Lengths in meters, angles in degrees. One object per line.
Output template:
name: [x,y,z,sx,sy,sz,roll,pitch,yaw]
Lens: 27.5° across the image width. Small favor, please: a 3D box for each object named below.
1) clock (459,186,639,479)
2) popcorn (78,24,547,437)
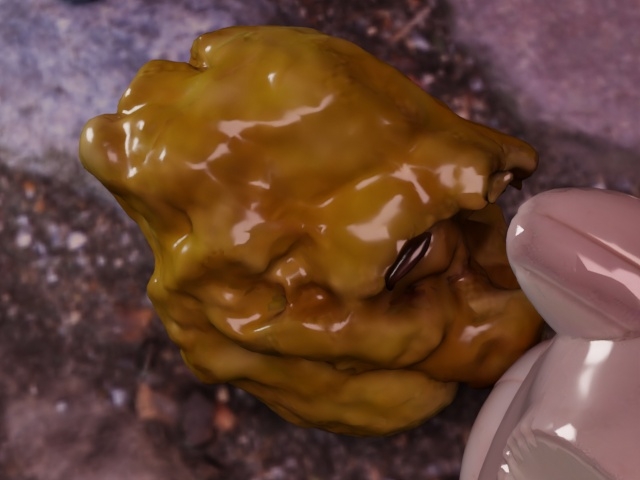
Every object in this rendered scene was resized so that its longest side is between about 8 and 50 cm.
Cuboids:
clock: [0.219,0.124,0.502,0.368,0.377,0.250,30,70,32]
popcorn: [0.003,0.001,0.679,0.253,0.191,0.190,26,91,5]
